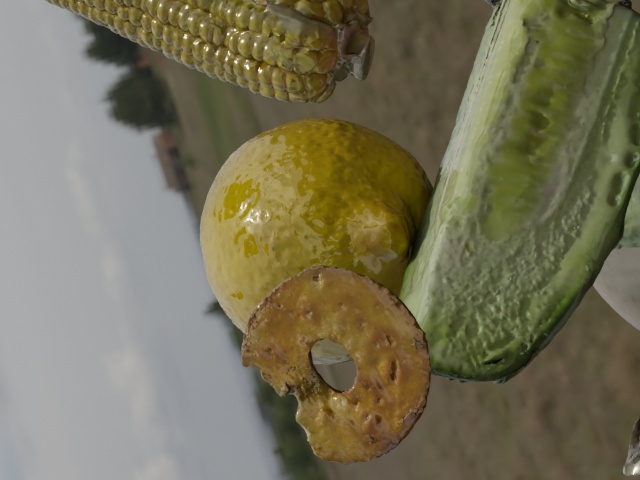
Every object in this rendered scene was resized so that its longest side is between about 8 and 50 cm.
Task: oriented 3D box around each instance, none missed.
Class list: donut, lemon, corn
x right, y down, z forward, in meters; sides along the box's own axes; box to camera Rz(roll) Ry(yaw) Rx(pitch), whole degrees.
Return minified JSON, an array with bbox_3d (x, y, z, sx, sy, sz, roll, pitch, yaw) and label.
[{"bbox_3d":[0.015,0.063,1.007,0.108,0.097,0.043,57,-164,-2],"label":"donut"},{"bbox_3d":[0.000,0.000,1.379,0.244,0.187,0.187,-16,93,64],"label":"lemon"},{"bbox_3d":[-0.076,-0.134,0.929,0.238,0.080,0.080,27,157,20],"label":"corn"}]

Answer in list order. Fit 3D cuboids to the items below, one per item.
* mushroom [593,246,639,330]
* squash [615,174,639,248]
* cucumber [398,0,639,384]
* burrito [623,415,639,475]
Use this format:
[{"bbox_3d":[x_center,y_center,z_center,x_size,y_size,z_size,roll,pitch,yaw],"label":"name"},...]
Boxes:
[{"bbox_3d":[0.427,-0.060,1.881,0.294,0.362,0.362,-20,-89,-69],"label":"mushroom"},{"bbox_3d":[0.358,-0.061,1.540,0.370,0.118,0.118,-17,91,52],"label":"squash"},{"bbox_3d":[0.137,-0.029,1.277,0.105,0.145,0.325,106,-176,-64],"label":"cucumber"},{"bbox_3d":[0.247,0.192,1.057,0.107,0.175,0.347,49,-154,-18],"label":"burrito"}]
